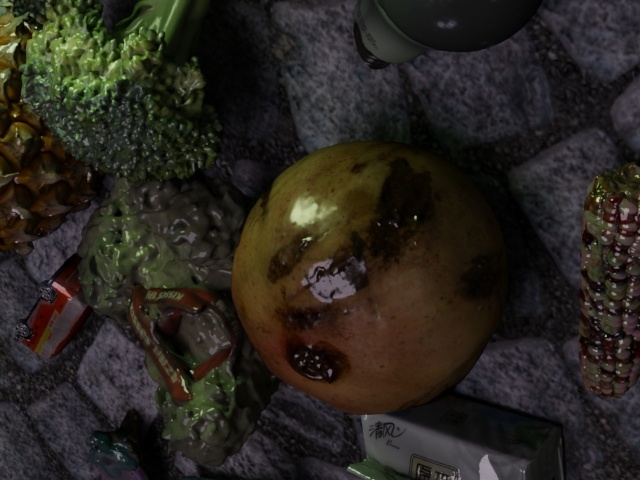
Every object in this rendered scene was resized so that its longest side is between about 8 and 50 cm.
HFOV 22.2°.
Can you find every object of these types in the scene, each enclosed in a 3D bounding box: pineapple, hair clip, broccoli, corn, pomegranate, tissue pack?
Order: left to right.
[{"bbox_3d":[-0.466,-0.117,2.106,0.352,0.300,0.352,24,128,34],"label":"pineapple"},{"bbox_3d":[-0.228,-0.187,1.890,0.288,0.235,0.260,30,124,30],"label":"broccoli"},{"bbox_3d":[-0.283,0.401,2.426,0.095,0.110,0.359,-113,20,-50],"label":"hair clip"},{"bbox_3d":[0.055,0.042,1.789,0.322,0.322,0.322,20,127,29],"label":"pomegranate"},{"bbox_3d":[0.157,0.286,1.940,0.229,0.145,0.159,16,125,32],"label":"tissue pack"},{"bbox_3d":[0.317,0.045,1.709,0.092,0.092,0.280,20,130,29],"label":"corn"}]

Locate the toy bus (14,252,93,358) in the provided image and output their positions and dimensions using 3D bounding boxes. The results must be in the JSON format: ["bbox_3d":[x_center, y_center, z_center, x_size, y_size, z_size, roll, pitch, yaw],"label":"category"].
[{"bbox_3d":[-0.366,0.095,2.303,0.077,0.079,0.174,40,134,1],"label":"toy bus"}]

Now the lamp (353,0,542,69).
[{"bbox_3d":[0.103,-0.273,1.649,0.314,0.182,0.182,-2,115,60],"label":"lamp"}]

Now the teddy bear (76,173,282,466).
[{"bbox_3d":[-0.199,0.071,2.062,0.367,0.224,0.357,11,109,38],"label":"teddy bear"}]

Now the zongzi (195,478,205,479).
[{"bbox_3d":[0.026,0.516,2.107,0.447,0.181,0.418,21,143,27],"label":"zongzi"}]

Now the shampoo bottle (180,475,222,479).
[{"bbox_3d":[-0.085,0.382,2.256,0.258,0.061,0.104,-1,121,39],"label":"shampoo bottle"}]
